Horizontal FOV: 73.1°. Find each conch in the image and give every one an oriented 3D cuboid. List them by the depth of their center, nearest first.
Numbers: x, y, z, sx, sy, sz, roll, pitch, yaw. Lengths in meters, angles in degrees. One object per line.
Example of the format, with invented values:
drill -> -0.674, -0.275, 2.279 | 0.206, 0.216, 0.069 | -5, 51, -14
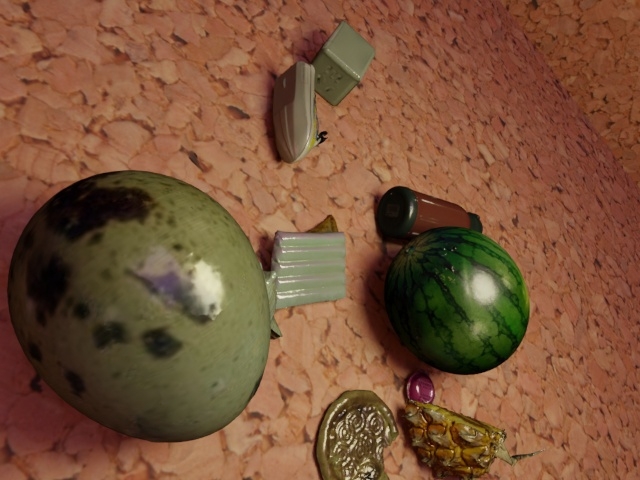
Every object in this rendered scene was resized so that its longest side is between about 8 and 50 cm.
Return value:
conch -> -0.137, 0.095, 0.873 | 0.233, 0.137, 0.114 | 36, 71, -9

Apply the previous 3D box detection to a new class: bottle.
bottle -> 0.332, -0.055, 1.245 | 0.335, 0.144, 0.144 | 10, 65, -31

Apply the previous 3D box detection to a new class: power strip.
power strip -> 0.065, -0.534, 1.273 | 0.139, 0.140, 0.225 | 35, 55, -15

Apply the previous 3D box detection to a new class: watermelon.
watermelon -> 0.322, 0.141, 1.040 | 0.362, 0.363, 0.364 | 14, 63, -29

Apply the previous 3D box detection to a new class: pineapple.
pineapple -> 0.347, 0.494, 1.005 | 0.334, 0.158, 0.161 | 29, 72, -28

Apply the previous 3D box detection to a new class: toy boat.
toy boat -> -0.053, -0.316, 1.113 | 0.140, 0.140, 0.270 | -1, 73, -34

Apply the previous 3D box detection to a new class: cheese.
cheese -> 0.246, 0.393, 1.067 | 0.095, 0.038, 0.145 | 25, 64, -21

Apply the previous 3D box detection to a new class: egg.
egg -> -0.249, 0.101, 0.665 | 0.345, 0.344, 0.428 | -44, 106, -38

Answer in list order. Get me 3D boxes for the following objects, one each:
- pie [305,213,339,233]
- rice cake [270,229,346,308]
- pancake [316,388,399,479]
pie -> 0.000, 0.000, 1.072 | 0.169, 0.034, 0.092 | -30, 86, -44
rice cake -> -0.025, 0.064, 0.999 | 0.197, 0.037, 0.190 | 7, 84, -34
pancake -> 0.085, 0.444, 0.943 | 0.211, 0.029, 0.235 | 25, 57, -22
